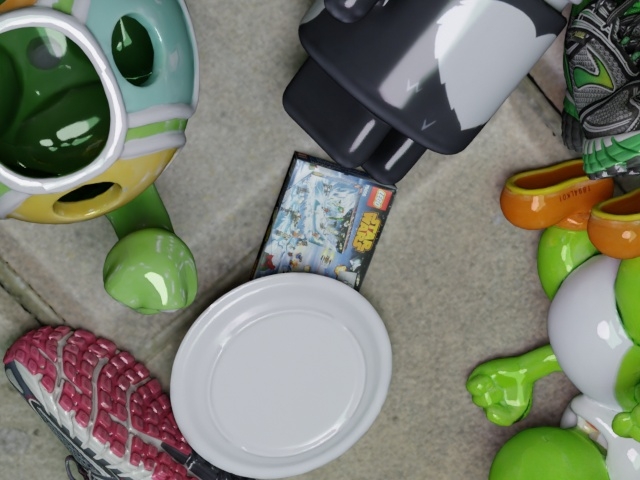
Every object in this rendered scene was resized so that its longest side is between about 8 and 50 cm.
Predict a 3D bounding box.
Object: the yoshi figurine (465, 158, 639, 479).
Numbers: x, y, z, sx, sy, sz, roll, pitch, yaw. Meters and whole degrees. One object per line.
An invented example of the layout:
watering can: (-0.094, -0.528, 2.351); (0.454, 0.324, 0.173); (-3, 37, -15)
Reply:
yoshi figurine: (0.224, 0.127, 1.497); (0.203, 0.203, 0.362); (-1, 113, 10)

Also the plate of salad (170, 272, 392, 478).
plate of salad: (-0.035, 0.116, 1.503); (0.200, 0.048, 0.200); (-6, 113, -15)

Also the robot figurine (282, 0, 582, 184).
robot figurine: (0.096, -0.179, 1.364); (0.173, 0.209, 0.278); (38, 102, -5)

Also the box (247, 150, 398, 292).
box: (0.000, 0.000, 1.496); (0.094, 0.027, 0.137); (17, 107, -12)

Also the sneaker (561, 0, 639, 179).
sneaker: (0.244, -0.131, 1.316); (0.134, 0.343, 0.146); (-11, 103, -4)

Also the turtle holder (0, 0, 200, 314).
turtle holder: (-0.212, -0.102, 1.325); (0.243, 0.227, 0.320); (1, 110, -8)

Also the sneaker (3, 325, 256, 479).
sneaker: (-0.171, 0.201, 1.504); (0.112, 0.121, 0.299); (-34, 107, 26)
